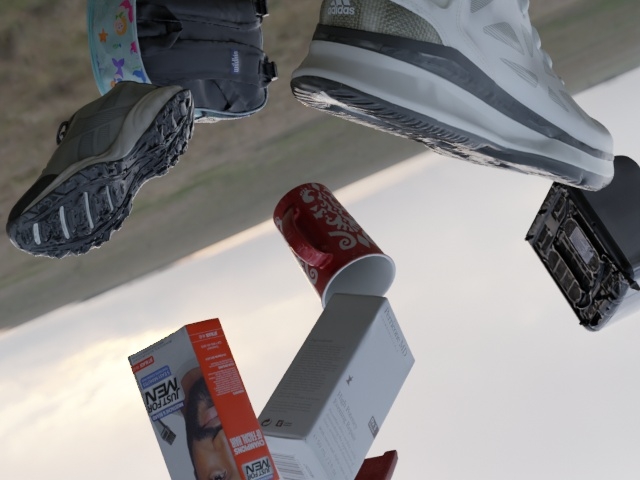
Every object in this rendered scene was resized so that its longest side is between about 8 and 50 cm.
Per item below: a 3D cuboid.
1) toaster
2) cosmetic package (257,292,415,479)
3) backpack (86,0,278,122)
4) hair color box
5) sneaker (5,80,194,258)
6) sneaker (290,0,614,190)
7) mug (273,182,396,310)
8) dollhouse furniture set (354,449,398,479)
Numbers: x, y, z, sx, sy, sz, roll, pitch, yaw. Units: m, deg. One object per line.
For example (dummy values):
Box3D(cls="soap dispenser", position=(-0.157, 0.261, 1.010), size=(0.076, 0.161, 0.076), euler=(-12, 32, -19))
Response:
Box3D(cls="toaster", position=(0.352, 0.009, 1.602), size=(0.110, 0.186, 0.168), euler=(-21, 154, -18))
Box3D(cls="cosmetic package", position=(0.020, 0.180, 1.530), size=(0.085, 0.117, 0.231), euler=(2, -136, 34))
Box3D(cls="backpack", position=(-0.206, -0.267, 1.774), size=(0.191, 0.225, 0.253), euler=(-6, -179, 32))
Box3D(cls="hair color box", position=(-0.114, 0.169, 1.252), size=(0.093, 0.167, 0.053), euler=(-30, 168, 36))
Box3D(cls="sneaker", position=(-0.240, -0.078, 1.366), size=(0.108, 0.100, 0.271), euler=(19, -136, 22))
Box3D(cls="sneaker", position=(0.167, -0.197, 1.155), size=(0.169, 0.257, 0.447), euler=(16, -178, 36))
Box3D(cls="mug", position=(0.009, -0.004, 1.763), size=(0.113, 0.169, 0.150), euler=(-30, 141, -7))
Box3D(cls="dollhouse furniture set", position=(0.178, 0.364, 1.569), size=(0.374, 0.201, 0.152), euler=(-13, -152, 25))
